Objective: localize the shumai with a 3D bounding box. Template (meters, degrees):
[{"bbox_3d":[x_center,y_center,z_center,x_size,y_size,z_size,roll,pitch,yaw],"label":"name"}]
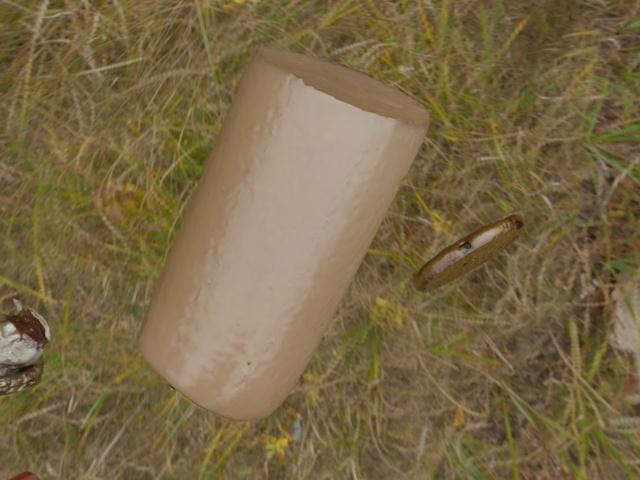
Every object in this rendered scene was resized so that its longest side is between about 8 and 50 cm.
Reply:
[{"bbox_3d":[-0.643,0.192,1.918,0.218,0.184,0.185,18,106,-9],"label":"shumai"}]

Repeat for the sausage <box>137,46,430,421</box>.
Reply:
[{"bbox_3d":[-0.033,0.004,0.644,0.123,0.123,0.253,20,112,-12],"label":"sausage"}]

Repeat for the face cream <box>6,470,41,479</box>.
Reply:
[{"bbox_3d":[-0.601,0.503,1.749,0.096,0.214,0.096,15,114,35],"label":"face cream"}]

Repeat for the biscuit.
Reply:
[{"bbox_3d":[0.238,0.021,1.569,0.212,0.212,0.036,-30,78,1],"label":"biscuit"}]
